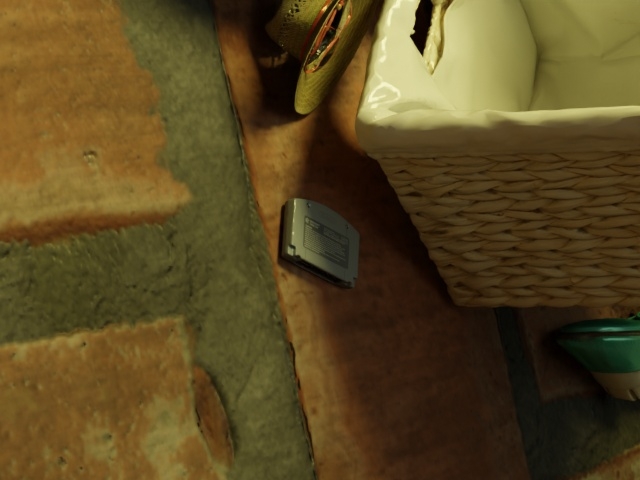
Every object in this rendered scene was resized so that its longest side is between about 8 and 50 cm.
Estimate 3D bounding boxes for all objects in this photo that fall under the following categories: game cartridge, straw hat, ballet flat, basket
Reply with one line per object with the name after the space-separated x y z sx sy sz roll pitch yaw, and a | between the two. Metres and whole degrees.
0.000 0.000 1.444 0.083 0.017 0.056 29 60 -44 | game cartridge
-0.010 -0.173 1.450 0.061 0.144 0.144 29 41 11 | straw hat
0.310 0.108 1.755 0.247 0.083 0.087 -10 100 -51 | ballet flat
0.245 -0.139 1.512 0.266 0.331 0.328 60 36 -46 | basket
